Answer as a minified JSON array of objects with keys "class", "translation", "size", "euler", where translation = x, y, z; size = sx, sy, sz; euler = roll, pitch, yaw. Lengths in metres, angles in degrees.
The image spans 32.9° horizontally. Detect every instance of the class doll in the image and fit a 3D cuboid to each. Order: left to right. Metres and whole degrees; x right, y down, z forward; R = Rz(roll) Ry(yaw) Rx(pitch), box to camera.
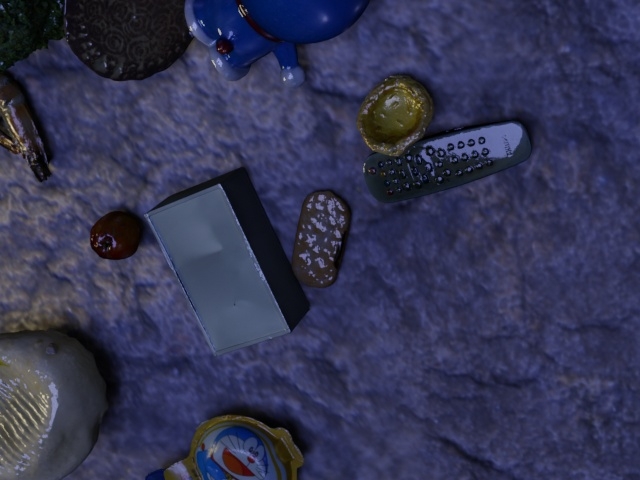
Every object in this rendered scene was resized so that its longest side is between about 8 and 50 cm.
[{"class":"doll","translation":[-0.048,-0.297,1.318],"size":[0.257,0.161,0.215],"euler":[-20,117,41]}]

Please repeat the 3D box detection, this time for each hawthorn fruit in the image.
[{"class":"hawthorn fruit","translation":[-0.295,-0.005,1.547],"size":[0.077,0.077,0.077],"euler":[7,112,16]}]

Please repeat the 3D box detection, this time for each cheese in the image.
[{"class":"cheese","translation":[-0.145,0.352,1.637],"size":[0.270,0.069,0.177],"euler":[-25,101,26]}]

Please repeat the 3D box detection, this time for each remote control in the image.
[{"class":"remote control","translation":[0.159,-0.102,1.370],"size":[0.222,0.042,0.072],"euler":[-14,104,25]}]

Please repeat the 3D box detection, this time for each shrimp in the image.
[{"class":"shrimp","translation":[-0.446,-0.161,1.555],"size":[0.099,0.041,0.180],"euler":[-26,101,27]}]

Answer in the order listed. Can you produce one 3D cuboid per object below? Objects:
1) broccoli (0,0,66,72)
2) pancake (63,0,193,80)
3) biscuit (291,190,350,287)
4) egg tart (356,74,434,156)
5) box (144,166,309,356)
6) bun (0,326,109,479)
[{"class":"broccoli","translation":[-0.467,-0.368,1.347],"size":[0.413,0.321,0.310],"euler":[25,127,-10]},{"class":"pancake","translation":[-0.234,-0.296,1.367],"size":[0.021,0.199,0.199],"euler":[33,127,51]},{"class":"biscuit","translation":[0.000,0.000,1.478],"size":[0.071,0.018,0.147],"euler":[18,117,14]},{"class":"egg tart","translation":[0.096,-0.155,1.360],"size":[0.105,0.039,0.105],"euler":[-4,81,23]},{"class":"box","translation":[-0.127,0.030,1.496],"size":[0.129,0.086,0.225],"euler":[-19,103,25]},{"class":"bun","translation":[-0.440,0.249,1.653],"size":[0.259,0.160,0.259],"euler":[1,94,19]}]
